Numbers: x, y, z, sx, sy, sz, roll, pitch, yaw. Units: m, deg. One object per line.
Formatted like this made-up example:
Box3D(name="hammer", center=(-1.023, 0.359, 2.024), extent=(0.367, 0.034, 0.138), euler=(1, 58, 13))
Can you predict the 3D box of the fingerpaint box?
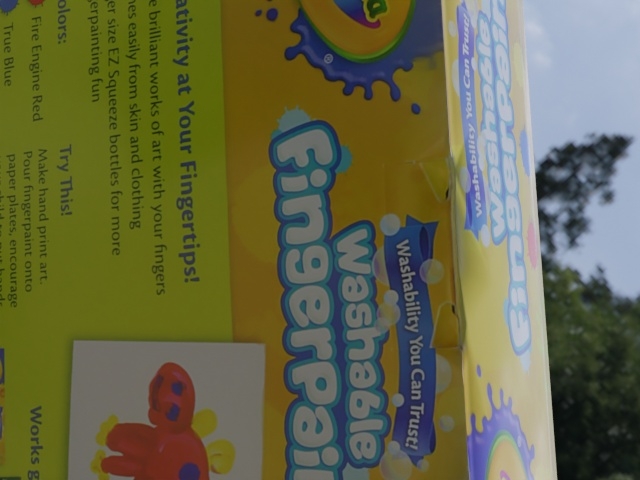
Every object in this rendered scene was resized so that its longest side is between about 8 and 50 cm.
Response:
Box3D(name="fingerpaint box", center=(-0.064, 0.031, 0.692), extent=(0.163, 0.371, 0.444), euler=(13, 72, -63))
